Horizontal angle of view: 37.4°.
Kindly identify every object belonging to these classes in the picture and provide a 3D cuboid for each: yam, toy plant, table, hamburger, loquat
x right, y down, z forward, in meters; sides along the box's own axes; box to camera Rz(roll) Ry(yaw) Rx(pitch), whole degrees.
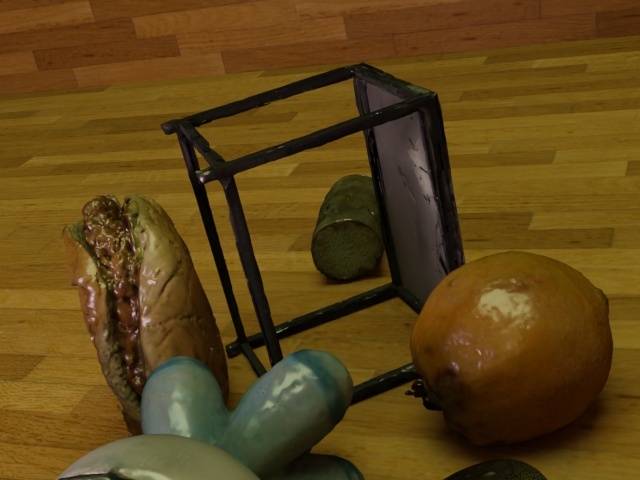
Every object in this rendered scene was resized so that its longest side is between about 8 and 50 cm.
[{"bbox_3d":[0.047,-0.026,1.437,0.107,0.107,0.194,-8,25,10],"label":"yam"},{"bbox_3d":[-0.081,0.213,0.867,0.247,0.247,0.332,0,23,24],"label":"toy plant"},{"bbox_3d":[0.000,0.000,1.131,0.272,0.335,0.222,-20,26,-13],"label":"table"},{"bbox_3d":[-0.199,0.084,1.103,0.145,0.283,0.259,-23,30,-3],"label":"hamburger"},{"bbox_3d":[0.195,0.114,0.984,0.234,0.176,0.187,-25,68,-5],"label":"loquat"}]

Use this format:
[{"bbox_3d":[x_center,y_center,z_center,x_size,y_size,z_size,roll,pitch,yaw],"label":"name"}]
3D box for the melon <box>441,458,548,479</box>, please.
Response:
[{"bbox_3d":[0.133,0.250,0.822,0.162,0.099,0.099,-22,26,-22],"label":"melon"}]
